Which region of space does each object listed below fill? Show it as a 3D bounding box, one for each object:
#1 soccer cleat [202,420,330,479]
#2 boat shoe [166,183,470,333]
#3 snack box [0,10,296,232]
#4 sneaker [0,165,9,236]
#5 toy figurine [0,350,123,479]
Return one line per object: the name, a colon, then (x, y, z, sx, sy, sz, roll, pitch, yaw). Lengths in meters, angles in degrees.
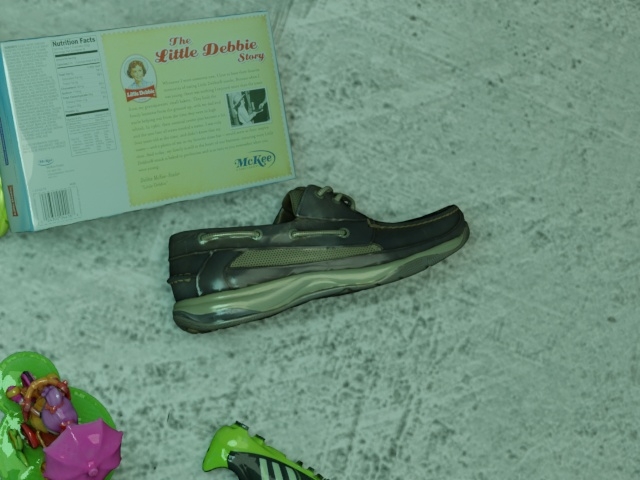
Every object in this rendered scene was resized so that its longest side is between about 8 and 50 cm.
soccer cleat: (-0.045, 0.265, 1.590, 0.179, 0.060, 0.072, 33, 81, -8)
boat shoe: (0.000, 0.000, 1.602, 0.355, 0.132, 0.130, -15, 89, -24)
snack box: (-0.180, -0.128, 1.523, 0.322, 0.060, 0.187, -13, 97, -36)
sneaker: (-0.388, -0.138, 1.473, 0.123, 0.109, 0.295, -13, 88, -27)
toy figurine: (-0.253, 0.185, 1.456, 0.130, 0.159, 0.173, -26, 92, -23)
